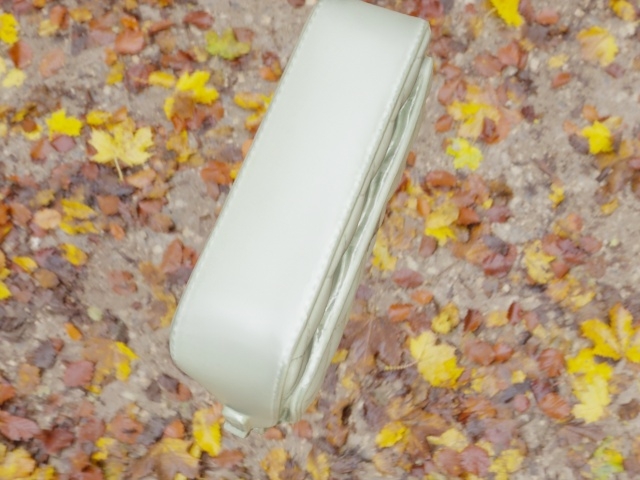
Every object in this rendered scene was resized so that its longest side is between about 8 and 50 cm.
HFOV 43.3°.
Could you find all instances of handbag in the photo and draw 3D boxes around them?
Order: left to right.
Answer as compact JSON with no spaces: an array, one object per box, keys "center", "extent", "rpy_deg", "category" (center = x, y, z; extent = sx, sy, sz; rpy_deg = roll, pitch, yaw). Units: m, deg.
[{"center":[0.000,0.000,0.502],"extent":[0.079,0.219,0.256],"rpy_deg":[18,71,10],"category":"handbag"}]
